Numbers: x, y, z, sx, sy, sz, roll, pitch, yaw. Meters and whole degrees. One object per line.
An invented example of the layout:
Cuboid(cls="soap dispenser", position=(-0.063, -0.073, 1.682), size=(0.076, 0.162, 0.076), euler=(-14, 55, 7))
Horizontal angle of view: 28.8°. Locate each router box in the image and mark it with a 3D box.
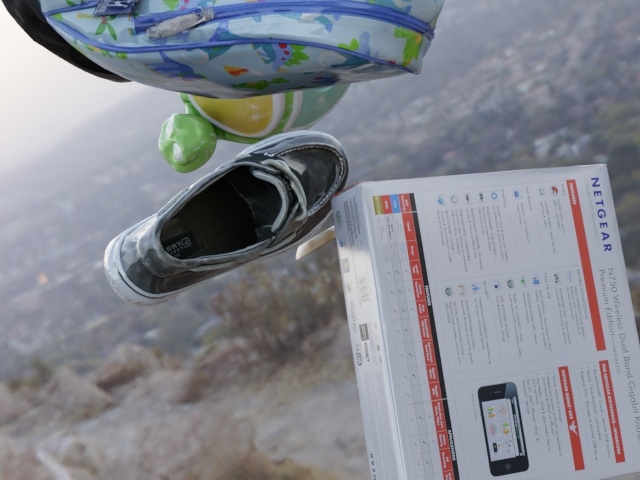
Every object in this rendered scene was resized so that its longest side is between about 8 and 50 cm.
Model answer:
Cuboid(cls="router box", position=(0.184, 0.098, 1.308), size=(0.301, 0.335, 0.082), euler=(-5, -8, -23))

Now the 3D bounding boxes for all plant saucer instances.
Cuboid(cls="plant saucer", position=(0.000, 0.000, 1.631), size=(0.083, 0.015, 0.083), euler=(-31, -1, -1))

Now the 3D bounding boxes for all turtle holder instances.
Cuboid(cls="turtle holder", position=(-0.094, -0.246, 1.634), size=(0.320, 0.243, 0.227), euler=(-22, 1, -13))

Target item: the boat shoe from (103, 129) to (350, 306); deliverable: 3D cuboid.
Cuboid(cls="boat shoe", position=(-0.067, -0.029, 1.292), size=(0.335, 0.121, 0.119), euler=(-36, 8, -40))

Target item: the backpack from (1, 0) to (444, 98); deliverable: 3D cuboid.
Cuboid(cls="backpack", position=(-0.065, -0.233, 1.062), size=(0.355, 0.273, 0.290), euler=(-19, -12, 19))
